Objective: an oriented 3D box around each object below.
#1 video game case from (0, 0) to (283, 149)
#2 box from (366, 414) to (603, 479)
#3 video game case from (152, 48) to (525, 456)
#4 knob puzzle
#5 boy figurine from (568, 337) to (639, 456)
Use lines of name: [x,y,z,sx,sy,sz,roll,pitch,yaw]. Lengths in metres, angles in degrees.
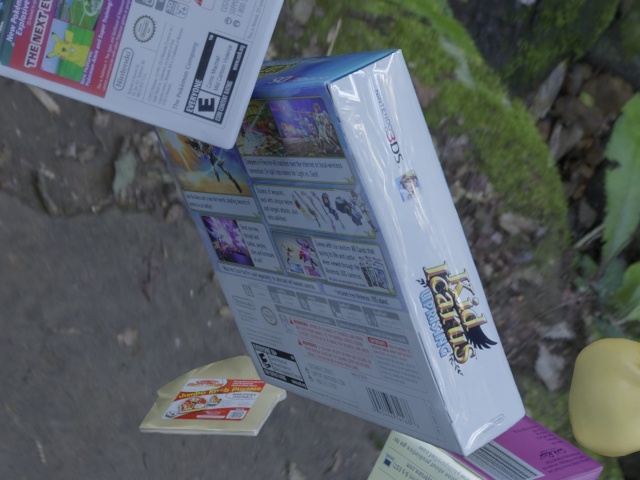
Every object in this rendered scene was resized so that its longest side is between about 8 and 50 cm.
video game case: [-0.105,-0.166,0.693,0.183,0.023,0.201,18,117,-8]
box: [0.110,0.279,1.105,0.117,0.213,0.243,32,104,29]
video game case: [0.000,0.000,0.849,0.061,0.269,0.244,-30,109,-25]
knob puzzle: [-0.136,0.221,1.766,0.213,0.213,0.030,-15,114,-9]
boy figurine: [0.309,0.076,0.888,0.285,0.177,0.092,-30,45,28]
